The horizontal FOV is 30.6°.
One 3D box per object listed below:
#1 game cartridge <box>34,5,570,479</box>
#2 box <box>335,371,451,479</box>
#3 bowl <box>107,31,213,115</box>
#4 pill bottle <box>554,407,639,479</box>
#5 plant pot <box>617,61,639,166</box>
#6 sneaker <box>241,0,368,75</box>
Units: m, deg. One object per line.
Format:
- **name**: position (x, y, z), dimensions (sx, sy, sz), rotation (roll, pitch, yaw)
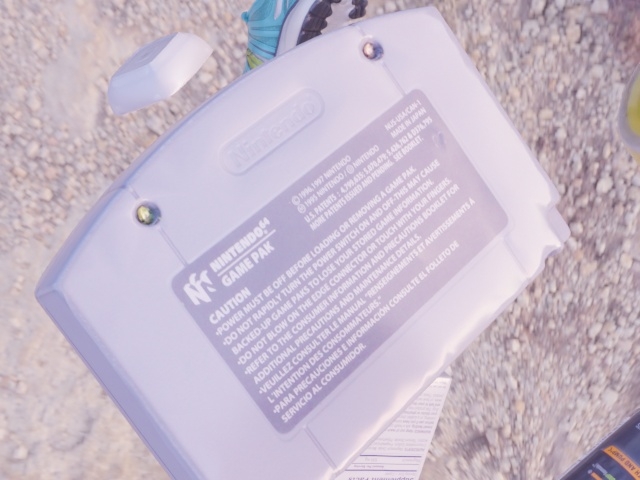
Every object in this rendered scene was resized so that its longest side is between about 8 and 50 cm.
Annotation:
- **game cartridge**: position (0.000, 0.000, 0.640), dimensions (0.294, 0.060, 0.196), rotation (-39, 103, -31)
- **box**: position (0.034, 0.167, 1.064), dimensions (0.072, 0.126, 0.137), rotation (35, 113, 55)
- **bowl**: position (-0.242, -0.248, 1.700), dimensions (0.142, 0.053, 0.142), rotation (-12, 33, 40)
- **pill bottle**: position (0.290, 0.298, 1.219), dimensions (0.246, 0.130, 0.130), rotation (-39, 73, -7)
- **plant pot**: position (0.369, -0.066, 0.895), dimensions (0.239, 0.254, 0.254), rotation (36, 82, -20)
- **sneaker**: position (-0.037, -0.199, 1.234), dimensions (0.110, 0.107, 0.275), rotation (55, 134, 28)
